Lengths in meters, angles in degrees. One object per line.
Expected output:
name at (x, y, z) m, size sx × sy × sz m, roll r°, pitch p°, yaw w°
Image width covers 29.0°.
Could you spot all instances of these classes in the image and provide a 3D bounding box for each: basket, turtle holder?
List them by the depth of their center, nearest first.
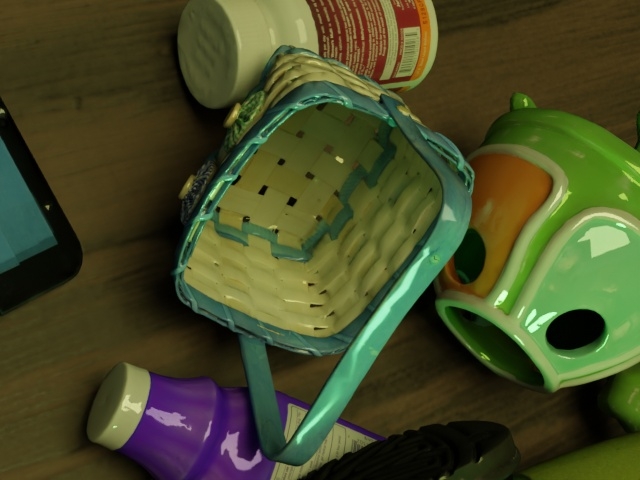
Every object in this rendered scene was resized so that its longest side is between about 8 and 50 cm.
basket at (0.000, 0.000, 0.969) m, size 0.201 × 0.254 × 0.289 m, roll 20°, pitch 25°, yaw -31°
turtle holder at (0.234, 0.032, 1.182) m, size 0.227 × 0.243 × 0.320 m, roll -52°, pitch 146°, yaw -18°

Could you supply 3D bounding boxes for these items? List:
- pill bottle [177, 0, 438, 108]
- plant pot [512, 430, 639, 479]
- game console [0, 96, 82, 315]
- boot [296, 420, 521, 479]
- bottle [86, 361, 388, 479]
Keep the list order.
pill bottle at (-0.010, -0.183, 1.125) m, size 0.221 × 0.121 × 0.121 m, roll -13°, pitch 83°, yaw -36°
plant pot at (0.316, 0.286, 1.139) m, size 0.294 × 0.275 × 0.274 m, roll 3°, pitch 73°, yaw -16°
game console at (-0.307, -0.070, 0.872) m, size 0.173 × 0.250 × 0.293 m, roll -29°, pitch 93°, yaw -9°
boot at (0.034, 0.312, 0.931) m, size 0.348 × 0.131 × 0.260 m, roll -28°, pitch 102°, yaw -4°
bottle at (-0.050, 0.181, 1.005) m, size 0.283 × 0.092 × 0.118 m, roll 26°, pitch 69°, yaw -24°
